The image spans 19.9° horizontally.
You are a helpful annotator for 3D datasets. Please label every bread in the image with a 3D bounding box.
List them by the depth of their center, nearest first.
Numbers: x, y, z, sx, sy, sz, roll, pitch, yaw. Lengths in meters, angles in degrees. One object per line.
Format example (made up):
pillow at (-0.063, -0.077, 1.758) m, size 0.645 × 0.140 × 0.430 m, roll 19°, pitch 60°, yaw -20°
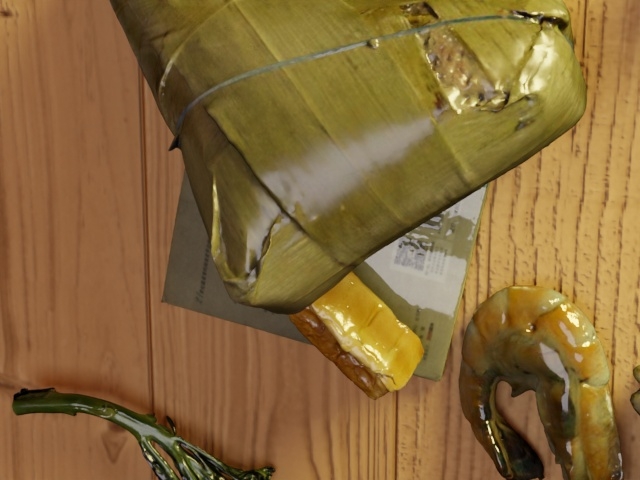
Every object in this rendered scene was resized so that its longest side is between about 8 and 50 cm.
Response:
bread at (0.031, 0.080, 1.639) m, size 0.132 × 0.074 × 0.053 m, roll 47°, pitch 134°, yaw -2°

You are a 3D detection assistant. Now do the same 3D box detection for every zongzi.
zongzi at (0.013, -0.178, 1.559) m, size 0.356 × 0.174 × 0.393 m, roll -30°, pitch 66°, yaw 8°

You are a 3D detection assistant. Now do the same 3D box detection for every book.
book at (0.000, 0.000, 1.674) m, size 0.283 × 0.025 × 0.214 m, roll 18°, pitch 112°, yaw 12°

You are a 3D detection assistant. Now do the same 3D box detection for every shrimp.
shrimp at (0.195, 0.164, 1.644) m, size 0.145 × 0.059 × 0.254 m, roll -5°, pitch 106°, yaw 23°

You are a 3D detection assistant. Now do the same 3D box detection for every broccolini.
broccolini at (-0.185, 0.226, 1.796) m, size 0.271 × 0.062 × 0.123 m, roll 23°, pitch 99°, yaw 4°

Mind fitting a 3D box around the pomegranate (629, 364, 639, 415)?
pomegranate at (0.365, 0.149, 1.522) m, size 0.248 × 0.202 × 0.202 m, roll 16°, pitch 116°, yaw 45°
